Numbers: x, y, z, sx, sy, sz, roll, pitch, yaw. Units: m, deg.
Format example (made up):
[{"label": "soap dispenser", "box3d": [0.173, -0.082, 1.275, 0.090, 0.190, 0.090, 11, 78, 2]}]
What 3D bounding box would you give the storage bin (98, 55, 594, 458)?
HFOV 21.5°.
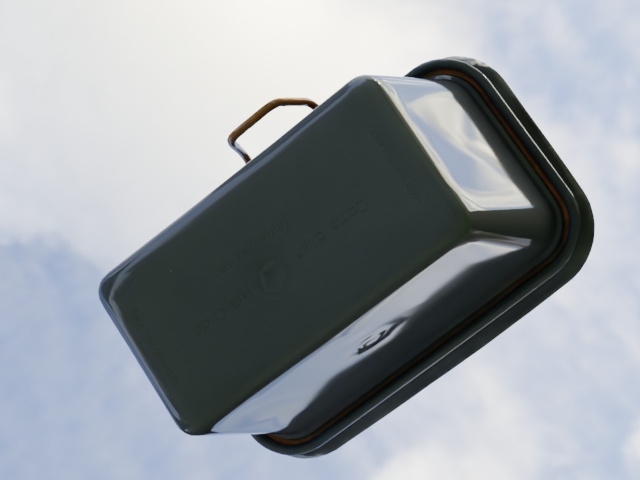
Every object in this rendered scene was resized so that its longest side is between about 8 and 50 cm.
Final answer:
[{"label": "storage bin", "box3d": [0.000, 0.000, 0.508, 0.135, 0.098, 0.091, -37, -14, 16]}]
